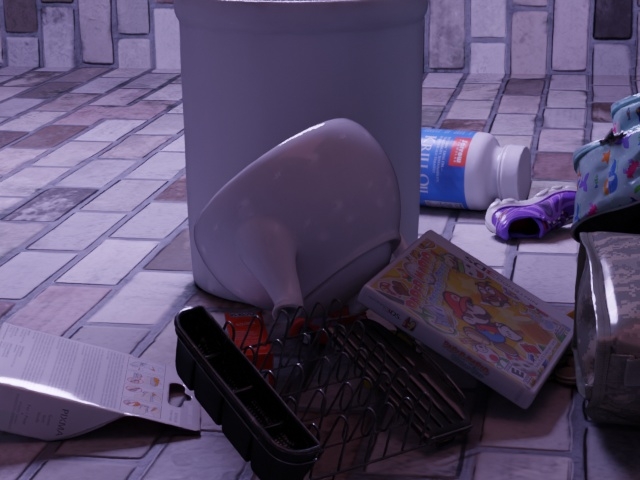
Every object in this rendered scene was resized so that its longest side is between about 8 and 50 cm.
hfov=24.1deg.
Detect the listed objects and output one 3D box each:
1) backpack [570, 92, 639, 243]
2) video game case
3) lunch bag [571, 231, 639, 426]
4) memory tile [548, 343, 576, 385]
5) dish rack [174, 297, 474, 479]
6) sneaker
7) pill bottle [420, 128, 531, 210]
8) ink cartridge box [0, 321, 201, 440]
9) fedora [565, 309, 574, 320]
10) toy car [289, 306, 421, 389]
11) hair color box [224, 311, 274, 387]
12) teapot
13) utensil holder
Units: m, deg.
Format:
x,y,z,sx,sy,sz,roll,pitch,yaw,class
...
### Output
x,y,z,sx,sy,sz,roll,pitch,yaw,class
0.403,-0.065,1.666,0.225,0.191,0.253,13,-25,-27,backpack
0.165,0.078,1.611,0.206,0.026,0.227,33,25,10,video game case
0.372,0.100,1.469,0.235,0.169,0.287,3,14,6,lunch bag
0.270,0.135,1.644,0.148,0.012,0.113,7,17,27,memory tile
0.011,0.133,1.428,0.271,0.074,0.208,-10,43,-36,dish rack
0.326,-0.029,2.194,0.170,0.068,0.071,-14,34,-16,sneaker
0.212,-0.111,2.349,0.221,0.124,0.124,4,16,21,pill bottle
-0.238,0.159,1.551,0.225,0.056,0.181,17,13,-8,ink cartridge box
0.378,0.073,1.745,0.194,0.079,0.194,-1,15,0,fedora
0.105,0.100,1.706,0.225,0.053,0.239,-8,17,-24,toy car
-0.075,0.128,1.574,0.043,0.072,0.141,-4,16,-7,hair color box
0.000,0.000,1.657,0.256,0.187,0.252,-33,-10,-19,teapot
-0.021,-0.138,1.962,0.327,0.385,0.327,-1,15,0,utensil holder
